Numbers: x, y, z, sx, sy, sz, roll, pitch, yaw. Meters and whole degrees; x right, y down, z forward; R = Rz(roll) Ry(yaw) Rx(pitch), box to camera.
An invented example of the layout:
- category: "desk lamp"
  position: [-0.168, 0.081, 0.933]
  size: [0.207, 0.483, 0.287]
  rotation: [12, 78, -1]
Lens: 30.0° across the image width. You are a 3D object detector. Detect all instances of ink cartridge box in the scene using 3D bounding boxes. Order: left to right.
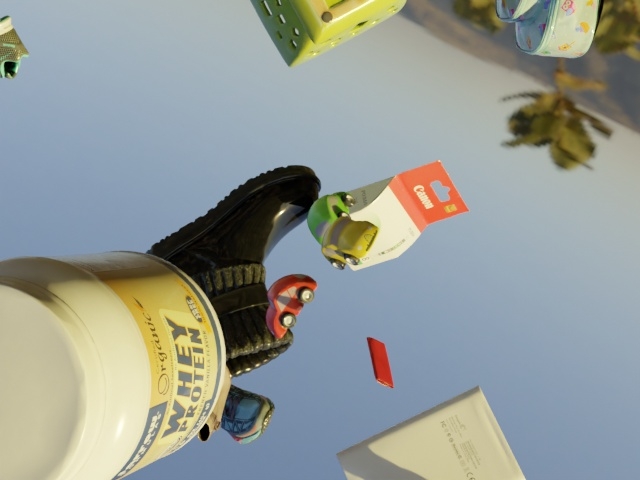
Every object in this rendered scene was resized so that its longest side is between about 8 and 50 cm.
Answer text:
- category: "ink cartridge box"
  position: [0.122, -0.036, 1.987]
  size: [0.181, 0.225, 0.056]
  rotation: [49, -151, -55]

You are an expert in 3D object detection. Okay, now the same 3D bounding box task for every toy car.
- category: "toy car"
  position: [0.000, 0.000, 1.683]
  size: [0.053, 0.239, 0.225]
  rotation: [34, -145, -16]

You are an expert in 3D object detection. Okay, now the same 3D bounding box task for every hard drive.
- category: "hard drive"
  position: [0.212, 0.437, 2.303]
  size: [0.203, 0.308, 0.040]
  rotation: [64, -175, 7]

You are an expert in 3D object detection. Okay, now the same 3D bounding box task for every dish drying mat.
- category: "dish drying mat"
  position: [0.080, 0.164, 1.607]
  size: [0.032, 0.008, 0.083]
  rotation: [30, -151, -27]

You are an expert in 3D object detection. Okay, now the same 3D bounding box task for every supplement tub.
- category: "supplement tub"
  position: [-0.241, 0.126, 1.139]
  size: [0.228, 0.228, 0.316]
  rotation: [29, -172, 12]

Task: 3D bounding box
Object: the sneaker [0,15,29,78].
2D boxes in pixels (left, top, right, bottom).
- category: "sneaker"
  position: [-0.494, -0.269, 1.807]
  size: [0.076, 0.166, 0.065]
  rotation: [52, -128, -6]

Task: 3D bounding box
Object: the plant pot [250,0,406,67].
- category: "plant pot"
  position: [0.011, -0.430, 1.895]
  size: [0.227, 0.228, 0.207]
  rotation: [61, 170, -7]

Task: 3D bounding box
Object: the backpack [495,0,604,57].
- category: "backpack"
  position: [0.330, -0.355, 1.708]
  size: [0.145, 0.188, 0.166]
  rotation: [-3, -171, -10]

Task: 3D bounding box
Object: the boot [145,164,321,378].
- category: "boot"
  position: [-0.100, 0.058, 1.978]
  size: [0.260, 0.348, 0.131]
  rotation: [55, 179, 28]

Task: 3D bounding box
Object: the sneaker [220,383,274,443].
- category: "sneaker"
  position: [-0.202, 0.328, 2.379]
  size: [0.125, 0.104, 0.262]
  rotation: [36, 161, -36]

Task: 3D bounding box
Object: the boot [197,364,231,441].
- category: "boot"
  position: [-0.169, 0.251, 1.849]
  size: [0.042, 0.118, 0.087]
  rotation: [8, -140, 11]
